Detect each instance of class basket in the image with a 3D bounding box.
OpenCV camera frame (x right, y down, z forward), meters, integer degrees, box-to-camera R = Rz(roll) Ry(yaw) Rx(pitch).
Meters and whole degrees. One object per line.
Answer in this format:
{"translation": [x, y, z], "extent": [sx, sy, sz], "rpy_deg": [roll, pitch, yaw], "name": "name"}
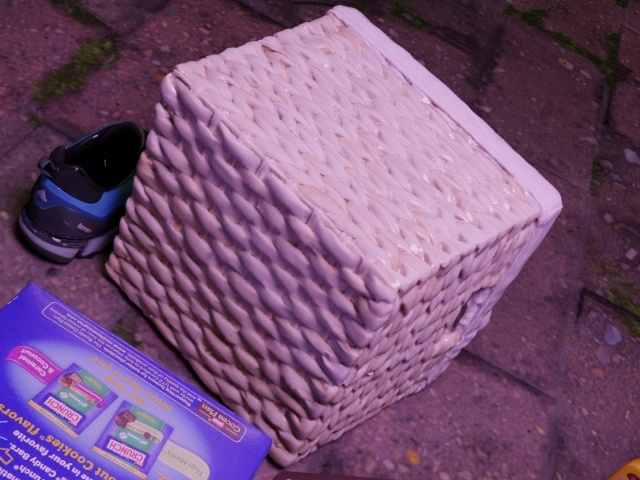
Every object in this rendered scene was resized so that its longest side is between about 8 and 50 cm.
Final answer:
{"translation": [0.000, 0.000, 1.014], "extent": [0.331, 0.328, 0.266], "rpy_deg": [45, 45, 18], "name": "basket"}

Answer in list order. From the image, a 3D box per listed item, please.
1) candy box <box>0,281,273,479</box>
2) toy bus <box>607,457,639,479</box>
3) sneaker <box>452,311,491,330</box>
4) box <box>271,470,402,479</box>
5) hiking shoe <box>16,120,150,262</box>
{"translation": [-0.230, 0.220, 0.789], "extent": [0.268, 0.122, 0.317], "rpy_deg": [33, 38, 3], "name": "candy box"}
{"translation": [0.452, 0.288, 1.122], "extent": [0.333, 0.130, 0.108], "rpy_deg": [-5, 50, -35], "name": "toy bus"}
{"translation": [0.161, 0.018, 1.282], "extent": [0.095, 0.090, 0.235], "rpy_deg": [2, 47, -43], "name": "sneaker"}
{"translation": [0.035, 0.298, 0.761], "extent": [0.203, 0.167, 0.168], "rpy_deg": [-5, 24, 32], "name": "box"}
{"translation": [-0.199, -0.078, 1.123], "extent": [0.113, 0.132, 0.304], "rpy_deg": [40, 40, 13], "name": "hiking shoe"}
